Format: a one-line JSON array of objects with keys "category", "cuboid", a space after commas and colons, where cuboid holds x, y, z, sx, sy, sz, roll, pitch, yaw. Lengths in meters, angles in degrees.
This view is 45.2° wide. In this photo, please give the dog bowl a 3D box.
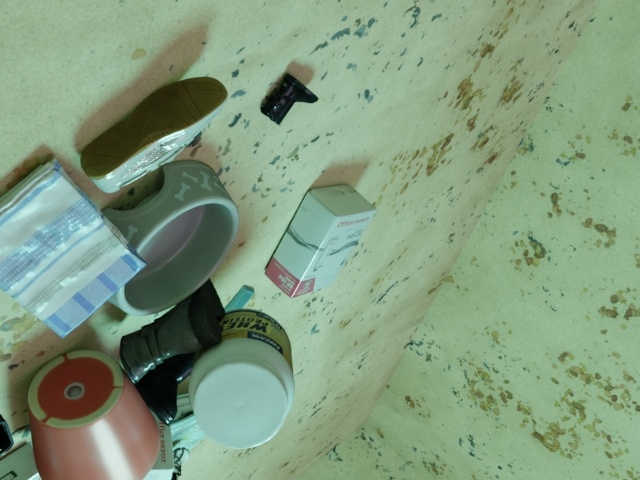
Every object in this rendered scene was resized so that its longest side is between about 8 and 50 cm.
[{"category": "dog bowl", "cuboid": [-0.309, 0.007, 1.554, 0.348, 0.102, 0.349, -40, 157, -21]}]

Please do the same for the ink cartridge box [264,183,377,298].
[{"category": "ink cartridge box", "cuboid": [0.000, 0.000, 2.084, 0.207, 0.117, 0.283, -13, 140, -54]}]

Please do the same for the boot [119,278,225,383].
[{"category": "boot", "cuboid": [-0.337, 0.181, 1.713, 0.222, 0.118, 0.338, -26, -168, 2]}]

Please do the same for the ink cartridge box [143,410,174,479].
[{"category": "ink cartridge box", "cuboid": [-0.485, 0.525, 1.851, 0.232, 0.171, 0.168, 7, 129, -20]}]

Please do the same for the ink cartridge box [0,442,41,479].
[{"category": "ink cartridge box", "cuboid": [-0.723, 0.575, 1.736, 0.203, 0.086, 0.148, -32, 153, -37]}]

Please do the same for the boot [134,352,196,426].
[{"category": "boot", "cuboid": [-0.346, 0.319, 1.863, 0.207, 0.246, 0.094, -41, 117, -15]}]

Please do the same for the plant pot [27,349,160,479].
[{"category": "plant pot", "cuboid": [-0.497, 0.383, 1.643, 0.275, 0.275, 0.243, -35, 145, -30]}]

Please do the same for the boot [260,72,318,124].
[{"category": "boot", "cuboid": [-0.065, -0.285, 1.601, 0.099, 0.045, 0.121, -54, 150, 7]}]

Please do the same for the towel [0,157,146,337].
[{"category": "towel", "cuboid": [-0.443, 0.022, 1.292, 0.209, 0.034, 0.285, -42, 134, -11]}]

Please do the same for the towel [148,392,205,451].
[{"category": "towel", "cuboid": [-0.447, 0.557, 2.157, 0.320, 0.090, 0.374, -48, 159, 19]}]

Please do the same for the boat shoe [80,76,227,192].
[{"category": "boat shoe", "cuboid": [-0.278, -0.180, 1.324, 0.277, 0.098, 0.096, -34, 156, -10]}]

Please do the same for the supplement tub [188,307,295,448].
[{"category": "supplement tub", "cuboid": [-0.172, 0.300, 1.708, 0.228, 0.228, 0.316, -51, -168, 8]}]

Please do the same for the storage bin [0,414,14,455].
[{"category": "storage bin", "cuboid": [-0.703, 0.397, 1.489, 0.180, 0.084, 0.122, -34, 154, -32]}]

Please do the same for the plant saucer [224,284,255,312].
[{"category": "plant saucer", "cuboid": [-0.250, 0.203, 2.090, 0.192, 0.018, 0.067, -51, 158, 3]}]

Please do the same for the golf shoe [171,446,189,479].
[{"category": "golf shoe", "cuboid": [-0.415, 0.630, 2.117, 0.077, 0.094, 0.198, -44, 161, 16]}]
